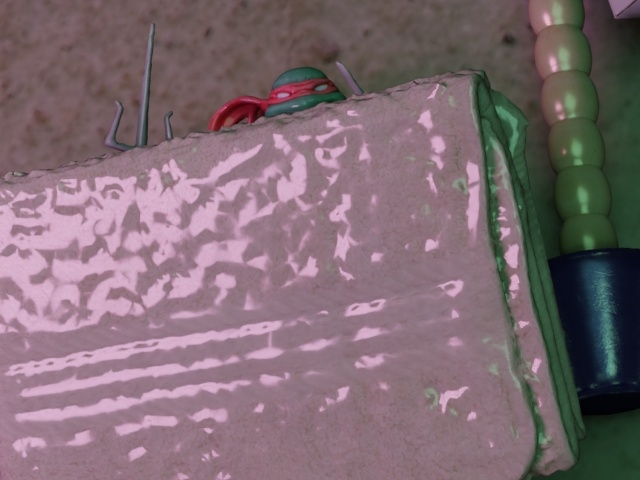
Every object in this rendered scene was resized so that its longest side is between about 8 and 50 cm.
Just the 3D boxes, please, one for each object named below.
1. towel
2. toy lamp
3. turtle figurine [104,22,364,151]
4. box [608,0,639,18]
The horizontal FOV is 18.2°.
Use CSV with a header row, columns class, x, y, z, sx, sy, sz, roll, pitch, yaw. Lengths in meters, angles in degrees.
class,x,y,z,sx,sy,sz,roll,pitch,yaw
towel,-0.030,0.038,0.896,0.282,0.049,0.187,-10,93,20
toy lamp,0.127,-0.051,0.990,0.080,0.080,0.275,-4,70,3
turtle figurine,0.000,0.000,0.961,0.175,0.118,0.234,-12,88,19
box,0.184,-0.203,1.018,0.145,0.038,0.186,-6,68,-32
